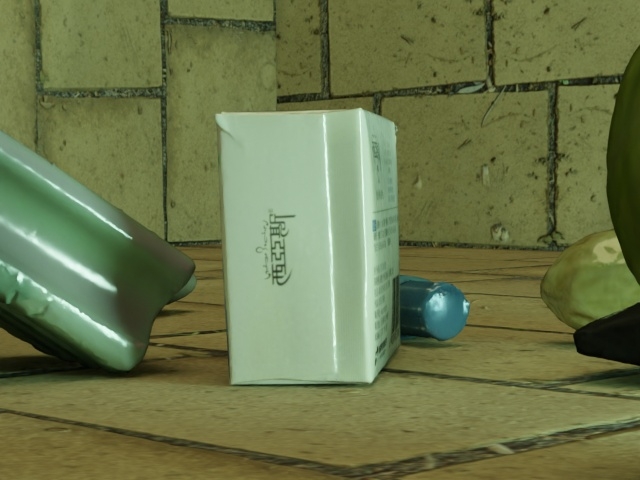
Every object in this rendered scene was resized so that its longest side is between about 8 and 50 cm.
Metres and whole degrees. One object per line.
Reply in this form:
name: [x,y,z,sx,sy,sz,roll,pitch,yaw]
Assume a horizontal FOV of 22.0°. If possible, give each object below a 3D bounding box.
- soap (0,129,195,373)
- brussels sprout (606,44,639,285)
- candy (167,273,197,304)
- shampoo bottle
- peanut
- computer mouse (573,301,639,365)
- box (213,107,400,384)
soap: [-0.292,-0.032,1.282,0.347,0.115,0.208,35,-16,-25]
brussels sprout: [0.288,-0.010,0.762,0.317,0.273,0.242,5,-19,17]
candy: [-0.231,0.047,1.828,0.138,0.071,0.174,0,3,21]
shampoo bottle: [0.045,0.060,1.564,0.104,0.061,0.258,-1,2,-32]
peanut: [0.323,0.038,1.445,0.257,0.123,0.123,-3,2,6]
computer mouse: [0.328,0.065,1.179,0.295,0.087,0.168,-14,0,35]
box: [-0.003,0.000,1.317,0.116,0.203,0.274,-1,3,7]
